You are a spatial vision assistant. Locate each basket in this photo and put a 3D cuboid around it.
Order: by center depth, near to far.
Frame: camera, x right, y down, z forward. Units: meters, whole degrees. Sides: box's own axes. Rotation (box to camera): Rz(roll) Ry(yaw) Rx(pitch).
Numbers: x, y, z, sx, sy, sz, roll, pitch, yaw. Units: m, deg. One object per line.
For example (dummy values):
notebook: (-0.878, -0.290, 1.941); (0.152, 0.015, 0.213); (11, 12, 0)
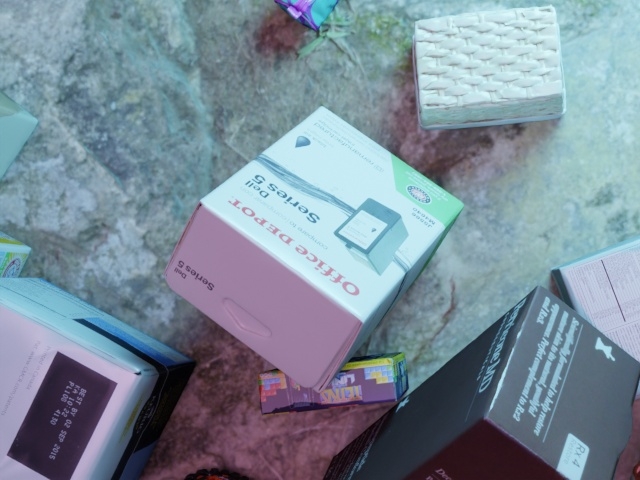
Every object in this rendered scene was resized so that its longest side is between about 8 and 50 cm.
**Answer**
basket: (0.183, -0.188, 1.301); (0.167, 0.103, 0.113); (-5, 86, 9)

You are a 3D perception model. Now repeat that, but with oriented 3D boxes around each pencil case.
pencil case: (0.016, -0.311, 1.346); (0.064, 0.070, 0.151); (38, 95, -9)

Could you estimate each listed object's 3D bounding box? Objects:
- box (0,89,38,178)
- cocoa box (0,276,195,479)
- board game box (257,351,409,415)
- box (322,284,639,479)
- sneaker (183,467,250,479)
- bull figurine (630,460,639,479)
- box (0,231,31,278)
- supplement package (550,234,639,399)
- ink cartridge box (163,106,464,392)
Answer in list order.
box: (-0.448, -0.141, 1.286); (0.148, 0.311, 0.121); (36, 94, 7)
cocoa box: (-0.330, 0.238, 1.298); (0.232, 0.228, 0.347); (27, 92, 9)
board game box: (0.018, 0.153, 1.279); (0.141, 0.170, 0.048); (-6, 86, 9)
box: (0.123, 0.233, 1.148); (0.143, 0.191, 0.381); (39, 131, -5)
sneaker: (-0.054, 0.326, 1.340); (0.221, 0.083, 0.087); (15, 106, 11)
bull figurine: (0.457, 0.313, 1.247); (0.311, 0.101, 0.188); (15, 86, 6)
box: (-0.440, 0.073, 1.377); (0.103, 0.114, 0.203); (26, 93, 10)
supplement package: (0.361, 0.062, 1.220); (0.203, 0.194, 0.149); (-21, 86, 8)
ink cartridge box: (0.000, 0.000, 1.230); (0.198, 0.273, 0.114); (35, 127, 7)
